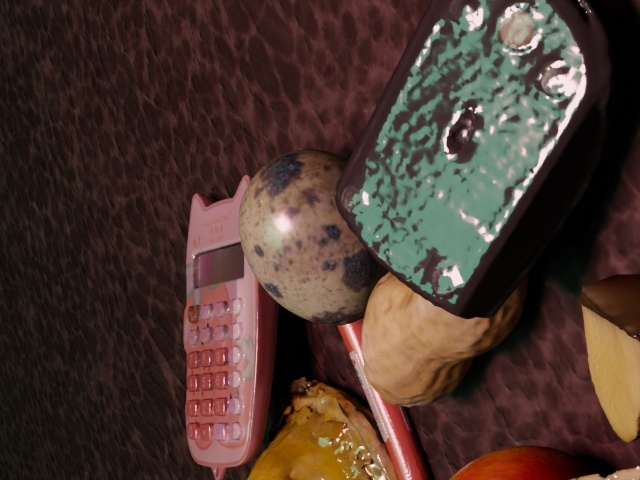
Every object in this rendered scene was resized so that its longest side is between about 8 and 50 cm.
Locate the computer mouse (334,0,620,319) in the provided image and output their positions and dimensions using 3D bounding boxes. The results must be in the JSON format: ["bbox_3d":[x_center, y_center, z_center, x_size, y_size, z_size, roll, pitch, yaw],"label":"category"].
[{"bbox_3d":[0.130,-0.081,1.142,0.170,0.100,0.269,46,121,29],"label":"computer mouse"}]

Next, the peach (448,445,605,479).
[{"bbox_3d":[0.158,0.259,1.200,0.197,0.197,0.197,38,136,49],"label":"peach"}]

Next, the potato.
[{"bbox_3d":[0.237,0.088,1.104,0.096,0.066,0.103,-124,24,-59],"label":"potato"}]

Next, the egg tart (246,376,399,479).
[{"bbox_3d":[0.002,0.294,1.602,0.295,0.116,0.295,42,141,48],"label":"egg tart"}]

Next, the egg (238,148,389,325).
[{"bbox_3d":[0.000,0.000,1.425,0.141,0.141,0.182,21,141,57],"label":"egg"}]

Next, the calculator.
[{"bbox_3d":[-0.102,0.102,1.684,0.220,0.048,0.330,-12,73,62],"label":"calculator"}]

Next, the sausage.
[{"bbox_3d":[0.057,0.144,1.505,0.253,0.034,0.034,68,152,13],"label":"sausage"}]

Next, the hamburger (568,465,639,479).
[{"bbox_3d":[0.257,0.216,1.083,0.102,0.176,0.087,49,-149,-48],"label":"hamburger"}]

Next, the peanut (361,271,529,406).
[{"bbox_3d":[0.105,0.061,1.298,0.117,0.101,0.263,48,148,6],"label":"peanut"}]
